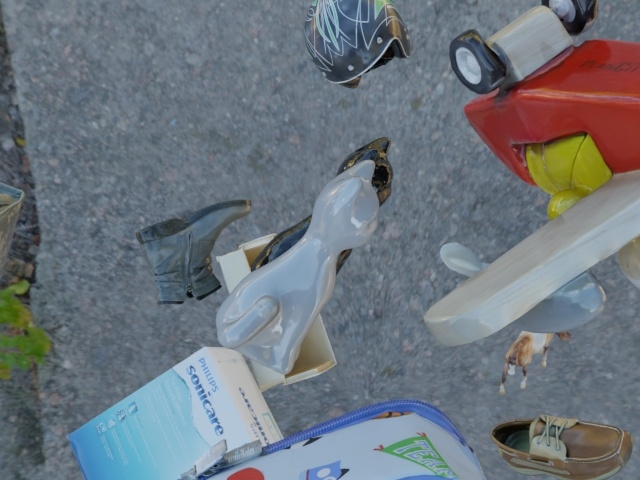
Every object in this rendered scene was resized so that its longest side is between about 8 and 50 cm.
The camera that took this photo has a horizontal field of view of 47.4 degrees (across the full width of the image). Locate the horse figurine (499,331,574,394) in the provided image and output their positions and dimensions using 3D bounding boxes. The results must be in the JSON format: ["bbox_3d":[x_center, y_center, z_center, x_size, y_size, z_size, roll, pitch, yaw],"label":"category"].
[{"bbox_3d":[0.488,0.247,1.675,0.263,0.175,0.066,-34,46,-30],"label":"horse figurine"}]

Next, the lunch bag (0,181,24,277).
[{"bbox_3d":[-0.550,0.003,0.896,0.287,0.169,0.235,24,121,-10],"label":"lunch bag"}]

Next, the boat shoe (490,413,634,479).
[{"bbox_3d":[0.482,0.425,1.514,0.120,0.324,0.123,40,56,-16],"label":"boat shoe"}]

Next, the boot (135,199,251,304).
[{"bbox_3d":[-0.222,0.023,1.390,0.246,0.083,0.161,-22,95,-31],"label":"boot"}]

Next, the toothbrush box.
[{"bbox_3d":[-0.228,0.337,1.187,0.295,0.126,0.216,-35,72,12],"label":"toothbrush box"}]

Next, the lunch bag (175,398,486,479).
[{"bbox_3d":[0.016,0.253,0.453,0.243,0.115,0.303,-24,107,4],"label":"lunch bag"}]

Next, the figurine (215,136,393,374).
[{"bbox_3d":[0.000,0.000,0.714,0.092,0.215,0.209,34,109,-1],"label":"figurine"}]

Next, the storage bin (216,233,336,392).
[{"bbox_3d":[-0.081,0.138,1.392,0.123,0.260,0.262,-19,82,5],"label":"storage bin"}]

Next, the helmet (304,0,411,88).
[{"bbox_3d":[0.052,-0.328,1.159,0.169,0.161,0.170,-1,88,34],"label":"helmet"}]

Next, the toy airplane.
[{"bbox_3d":[0.293,-0.061,0.597,0.386,0.272,0.384,-10,32,26],"label":"toy airplane"}]
